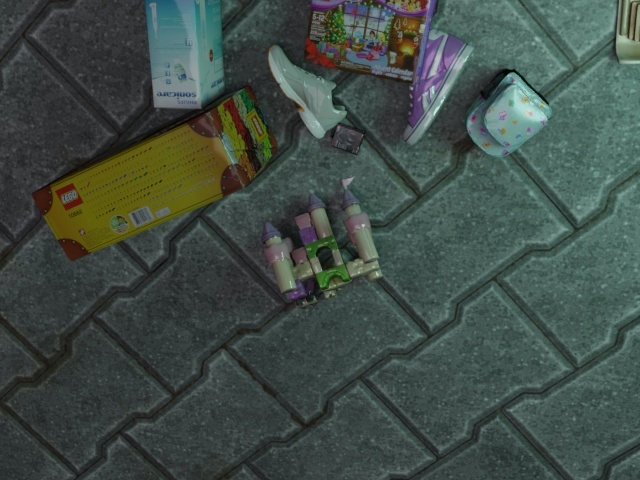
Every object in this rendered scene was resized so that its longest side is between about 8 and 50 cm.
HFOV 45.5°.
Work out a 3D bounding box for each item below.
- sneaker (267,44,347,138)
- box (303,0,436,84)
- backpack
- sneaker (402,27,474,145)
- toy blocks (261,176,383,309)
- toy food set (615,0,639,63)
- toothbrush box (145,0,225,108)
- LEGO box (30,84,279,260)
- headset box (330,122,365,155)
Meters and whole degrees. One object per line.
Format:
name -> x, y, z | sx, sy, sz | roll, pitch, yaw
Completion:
sneaker -> -0.031, -0.394, 1.930 | 0.121, 0.099, 0.262 | -31, 111, 11
box -> 0.113, -0.500, 1.829 | 0.293, 0.057, 0.201 | 16, 108, 19
backpack -> 0.446, -0.297, 1.854 | 0.166, 0.144, 0.188 | 40, 115, -13
sneaker -> 0.241, -0.385, 1.886 | 0.161, 0.102, 0.282 | 29, 106, 5
toy blocks -> 0.000, 0.000, 2.030 | 0.288, 0.309, 0.260 | -21, 74, 4
toy food set -> 0.795, -0.554, 1.721 | 0.220, 0.092, 0.306 | 0, 111, 9
toothbrush box -> -0.326, -0.486, 1.867 | 0.126, 0.216, 0.295 | 4, 111, 8
LEGO box -> -0.395, -0.177, 1.915 | 0.500, 0.372, 0.193 | -21, 106, 16
headset box -> 0.068, -0.266, 1.986 | 0.083, 0.032, 0.062 | 20, 113, 0
